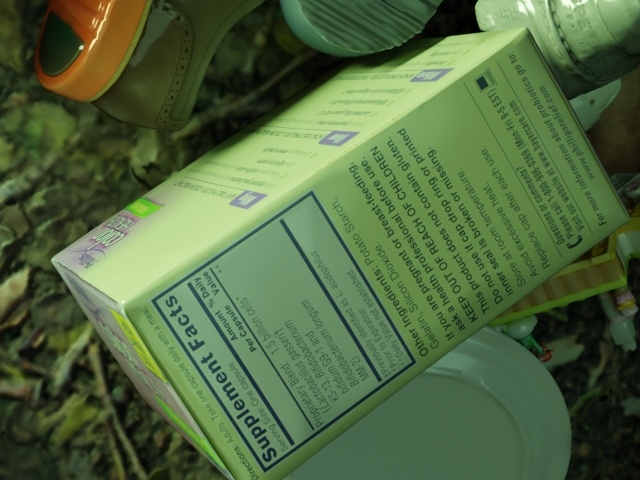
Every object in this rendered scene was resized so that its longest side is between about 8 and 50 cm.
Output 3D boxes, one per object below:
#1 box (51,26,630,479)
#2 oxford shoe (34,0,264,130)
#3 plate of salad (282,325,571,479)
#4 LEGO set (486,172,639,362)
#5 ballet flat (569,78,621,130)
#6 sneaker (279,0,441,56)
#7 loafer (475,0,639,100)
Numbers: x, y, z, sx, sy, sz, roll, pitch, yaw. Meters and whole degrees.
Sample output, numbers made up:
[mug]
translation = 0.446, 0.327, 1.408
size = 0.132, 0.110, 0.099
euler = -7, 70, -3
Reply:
[box]
translation = 0.000, 0.000, 0.772
size = 0.243, 0.213, 0.117
euler = -35, 105, -13
[oxford shoe]
translation = -0.064, -0.193, 0.810
size = 0.098, 0.097, 0.271
euler = 25, 93, -37
[plate of salad]
translation = 0.053, 0.127, 0.867
size = 0.200, 0.048, 0.200
euler = -2, 117, -5
[LEGO set]
translation = 0.184, 0.031, 0.879
size = 0.287, 0.132, 0.107
euler = -31, 108, -12
[ballet flat]
translation = 0.147, -0.126, 0.881
size = 0.079, 0.077, 0.221
euler = 1, 92, 3
[sneaker]
translation = 0.076, -0.244, 0.820
size = 0.112, 0.131, 0.319
euler = 39, 85, -11
[loafer]
translation = 0.210, -0.180, 0.821
size = 0.319, 0.111, 0.112
euler = -47, 112, -39
